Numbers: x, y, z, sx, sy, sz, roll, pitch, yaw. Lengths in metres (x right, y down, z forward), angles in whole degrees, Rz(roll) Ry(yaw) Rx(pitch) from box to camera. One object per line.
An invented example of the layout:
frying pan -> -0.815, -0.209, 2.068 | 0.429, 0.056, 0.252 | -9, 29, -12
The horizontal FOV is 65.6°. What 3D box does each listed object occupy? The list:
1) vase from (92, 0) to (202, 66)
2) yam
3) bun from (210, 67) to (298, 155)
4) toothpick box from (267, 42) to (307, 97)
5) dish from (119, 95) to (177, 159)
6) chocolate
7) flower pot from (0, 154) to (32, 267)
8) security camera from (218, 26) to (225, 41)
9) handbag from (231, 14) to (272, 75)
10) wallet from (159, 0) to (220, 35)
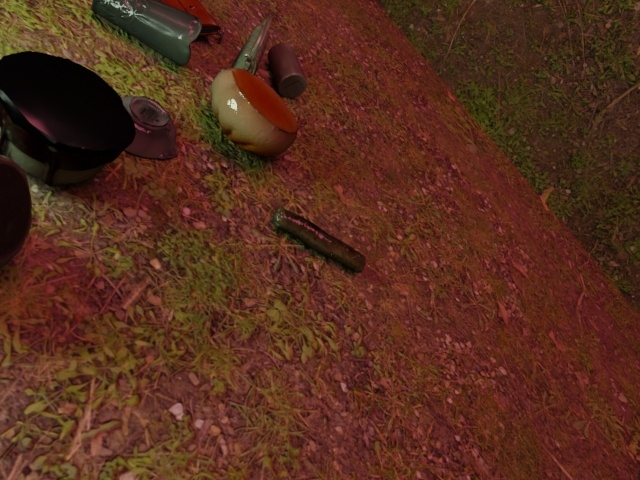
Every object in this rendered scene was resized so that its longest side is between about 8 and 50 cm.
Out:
vase -> -0.519, -0.665, 1.506 | 0.301, 0.156, 0.251 | 23, 17, -18
yam -> 0.000, 0.000, 1.454 | 0.317, 0.071, 0.067 | 30, 78, -20
bun -> -0.217, -0.372, 1.499 | 0.299, 0.165, 0.299 | 41, 24, -22
toothpick box -> -0.125, -0.631, 1.844 | 0.111, 0.111, 0.180 | 6, 53, -39
dish -> -0.466, -0.306, 1.285 | 0.224, 0.078, 0.246 | 45, 39, -4
chocolate -> -0.559, -0.235, 1.057 | 0.283, 0.186, 0.283 | 33, 33, -24
flower pot -> -0.615, -0.055, 0.813 | 0.195, 0.246, 0.246 | 5, 47, 1
security camera -> -0.387, -0.749, 1.760 | 0.092, 0.058, 0.058 | 20, 45, -17
handbag -> -0.224, -0.640, 1.676 | 0.079, 0.219, 0.256 | 27, 44, -20
wallet -> -0.452, -0.782, 1.703 | 0.142, 0.045, 0.204 | -20, 65, -38
